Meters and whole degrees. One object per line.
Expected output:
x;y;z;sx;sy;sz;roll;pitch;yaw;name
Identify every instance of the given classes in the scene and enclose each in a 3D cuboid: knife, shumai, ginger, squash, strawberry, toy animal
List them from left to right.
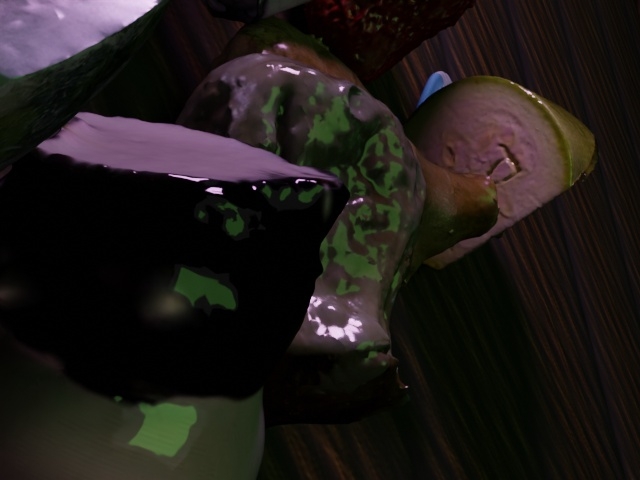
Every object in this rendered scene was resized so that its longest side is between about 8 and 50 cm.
-0.121;0.058;0.642;0.212;0.212;0.267;-7;118;-62;toy animal
0.000;0.000;0.799;0.225;0.222;0.261;-7;113;-27;shumai
0.034;-0.046;1.003;0.375;0.166;0.236;29;47;-25;ginger
0.066;-0.333;1.215;0.261;0.257;0.261;54;5;-8;strawberry
0.152;-0.168;1.440;0.064;0.031;0.222;65;29;-27;knife
0.237;-0.074;1.344;0.309;0.233;0.210;16;43;-58;squash

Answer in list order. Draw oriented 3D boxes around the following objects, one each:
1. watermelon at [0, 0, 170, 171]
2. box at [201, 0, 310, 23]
-0.253;-0.098;0.445;0.289;0.319;0.214;-22;116;-35;watermelon
0.039;-0.338;0.962;0.369;0.112;0.190;-26;119;-30;box
